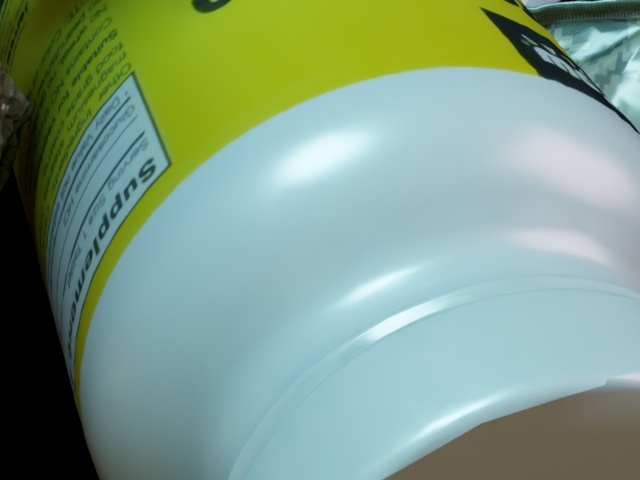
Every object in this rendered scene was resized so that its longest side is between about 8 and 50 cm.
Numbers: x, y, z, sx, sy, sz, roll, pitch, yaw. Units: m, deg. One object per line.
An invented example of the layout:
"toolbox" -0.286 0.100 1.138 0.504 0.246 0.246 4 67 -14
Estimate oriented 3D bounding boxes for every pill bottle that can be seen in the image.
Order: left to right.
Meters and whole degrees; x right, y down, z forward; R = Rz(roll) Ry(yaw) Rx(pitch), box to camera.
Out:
"pill bottle" 0.004 -0.003 0.503 0.188 0.188 0.334 57 3 -39

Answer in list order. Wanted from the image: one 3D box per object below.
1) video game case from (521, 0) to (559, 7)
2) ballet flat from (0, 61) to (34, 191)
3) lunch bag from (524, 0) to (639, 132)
"video game case" -0.010 -0.220 0.820 0.269 0.061 0.244 3 -56 56
"ballet flat" -0.118 -0.108 0.427 0.084 0.058 0.250 -129 -150 -50
"lunch bag" 0.104 0.053 0.744 0.235 0.169 0.287 38 61 -66
